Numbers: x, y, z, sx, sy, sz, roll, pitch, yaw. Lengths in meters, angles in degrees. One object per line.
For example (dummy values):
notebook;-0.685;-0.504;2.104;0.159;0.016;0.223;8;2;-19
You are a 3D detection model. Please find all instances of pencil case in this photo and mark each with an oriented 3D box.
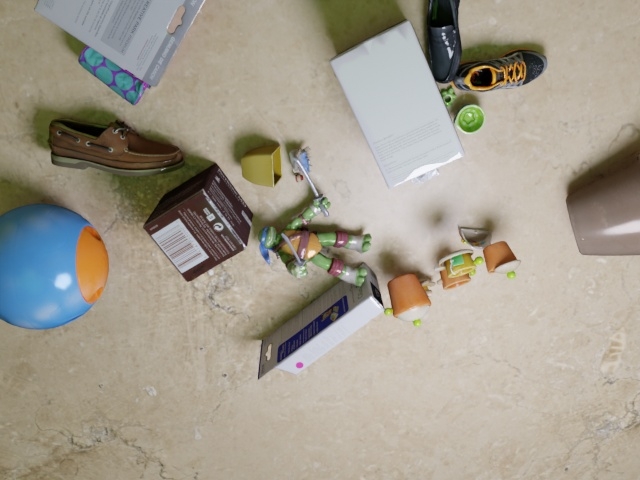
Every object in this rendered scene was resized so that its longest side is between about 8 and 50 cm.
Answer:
pencil case;-0.451;-0.368;1.254;0.151;0.065;0.070;36;125;-16

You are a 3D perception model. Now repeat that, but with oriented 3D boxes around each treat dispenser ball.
treat dispenser ball;-0.641;0.060;1.321;0.287;0.288;0.288;-1;114;-1

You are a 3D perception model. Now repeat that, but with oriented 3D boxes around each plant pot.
plant pot;-0.140;-0.176;1.344;0.083;0.081;0.082;3;115;10
plant pot;0.713;-0.063;1.345;0.229;0.263;0.263;-15;115;26

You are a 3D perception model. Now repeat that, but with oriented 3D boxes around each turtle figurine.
turtle figurine;0.000;0.000;1.353;0.266;0.198;0.275;17;126;-18

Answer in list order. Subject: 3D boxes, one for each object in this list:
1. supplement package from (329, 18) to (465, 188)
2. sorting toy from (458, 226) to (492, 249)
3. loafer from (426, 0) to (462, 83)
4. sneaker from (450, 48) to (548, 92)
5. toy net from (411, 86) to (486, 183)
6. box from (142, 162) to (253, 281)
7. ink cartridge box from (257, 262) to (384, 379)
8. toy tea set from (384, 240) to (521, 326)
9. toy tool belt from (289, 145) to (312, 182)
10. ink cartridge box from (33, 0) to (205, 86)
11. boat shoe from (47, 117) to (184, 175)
supplement package;0.165;-0.293;1.221;0.177;0.175;0.293;-22;107;15
sorting toy;0.392;0.003;1.437;0.083;0.075;0.045;5;114;-3
loafer;0.258;-0.447;1.219;0.076;0.078;0.223;12;117;32
sneaker;0.399;-0.367;1.266;0.214;0.083;0.084;-12;113;3
toy net;0.276;-0.233;1.343;0.122;0.045;0.232;29;111;-14
box;-0.274;-0.046;1.329;0.167;0.203;0.169;-30;112;12
ink cartridge box;-0.005;0.220;1.470;0.370;0.176;0.069;-36;111;14
toy tea set;0.315;0.114;1.376;0.336;0.200;0.124;-29;69;30
toy tool belt;-0.041;-0.180;1.357;0.051;0.052;0.083;-8;115;11
ink cartridge box;-0.361;-0.513;1.132;0.271;0.130;0.309;33;119;-15
boat shoe;-0.465;-0.216;1.298;0.307;0.111;0.105;3;115;-3
